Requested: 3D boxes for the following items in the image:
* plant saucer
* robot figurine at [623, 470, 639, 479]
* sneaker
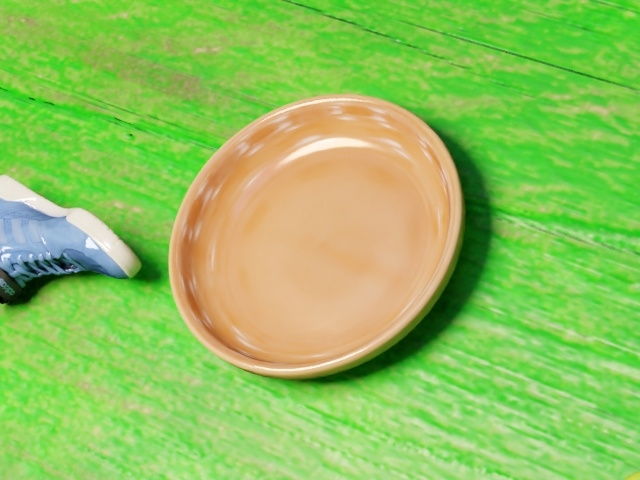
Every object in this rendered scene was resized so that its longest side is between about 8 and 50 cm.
[{"bbox_3d":[0.000,0.000,1.204,0.200,0.037,0.200,-10,60,18],"label":"plant saucer"},{"bbox_3d":[0.203,0.157,1.007,0.115,0.067,0.101,0,76,25],"label":"robot figurine"},{"bbox_3d":[-0.192,0.015,1.267,0.152,0.058,0.084,25,69,37],"label":"sneaker"}]
